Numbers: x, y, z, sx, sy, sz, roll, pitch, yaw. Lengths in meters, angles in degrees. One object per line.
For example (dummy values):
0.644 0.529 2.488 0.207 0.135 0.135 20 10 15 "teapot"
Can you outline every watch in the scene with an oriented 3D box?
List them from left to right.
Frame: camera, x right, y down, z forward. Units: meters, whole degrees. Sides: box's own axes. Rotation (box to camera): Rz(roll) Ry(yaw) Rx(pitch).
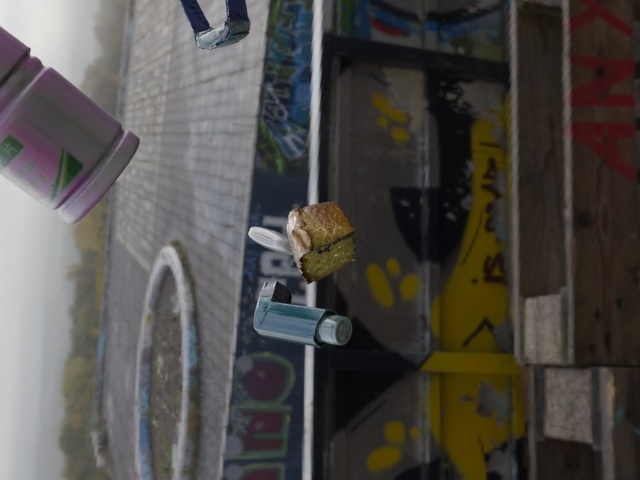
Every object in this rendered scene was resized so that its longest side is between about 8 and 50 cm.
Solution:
-0.262 -0.542 1.708 0.276 0.068 0.274 9 116 49 "watch"

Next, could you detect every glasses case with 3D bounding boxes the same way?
-0.122 0.001 2.115 0.193 0.074 0.049 18 83 55 "glasses case"

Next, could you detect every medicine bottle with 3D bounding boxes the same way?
-0.510 -0.203 1.437 0.212 0.325 0.212 -41 23 22 "medicine bottle"
-0.043 0.169 1.781 0.259 0.079 0.124 7 56 40 "medicine bottle"

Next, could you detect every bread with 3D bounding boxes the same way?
-0.004 -0.009 1.649 0.260 0.129 0.134 87 158 -76 "bread"
